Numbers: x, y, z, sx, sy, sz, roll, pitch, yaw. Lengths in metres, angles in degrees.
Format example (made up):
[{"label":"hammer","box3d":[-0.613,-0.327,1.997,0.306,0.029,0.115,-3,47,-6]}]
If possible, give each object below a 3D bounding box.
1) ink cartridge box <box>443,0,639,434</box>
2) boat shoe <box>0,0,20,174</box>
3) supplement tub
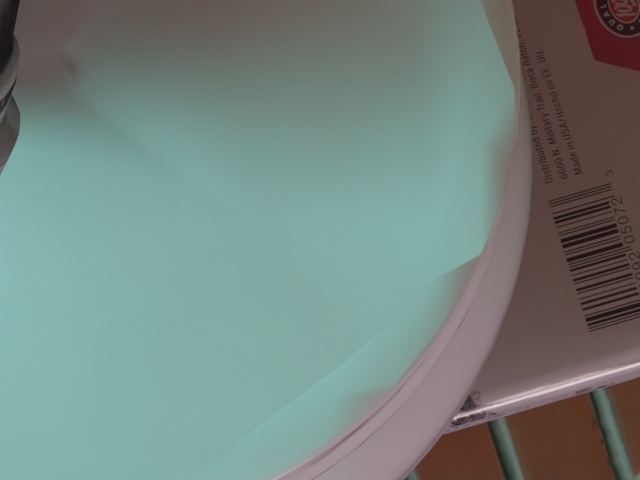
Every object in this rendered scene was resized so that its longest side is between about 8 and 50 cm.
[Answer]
[{"label":"ink cartridge box","box3d":[0.059,-0.018,0.823,0.283,0.207,0.117,-16,169,0]},{"label":"boat shoe","box3d":[-0.210,-0.076,0.281,0.335,0.121,0.119,6,118,-22]},{"label":"supplement tub","box3d":[-0.066,-0.008,0.542,0.241,0.241,0.331,-16,171,-7]}]
